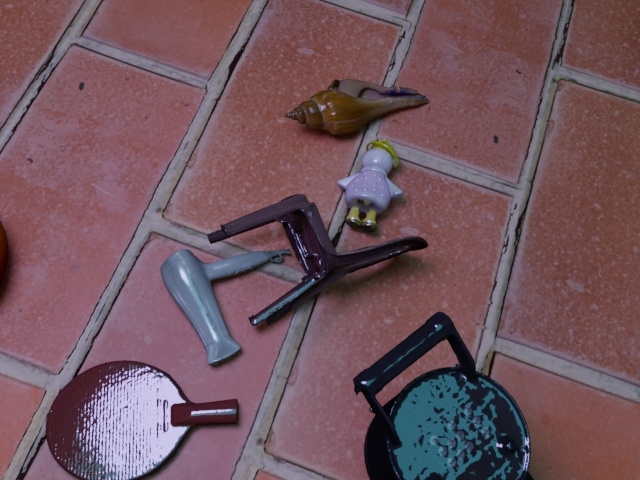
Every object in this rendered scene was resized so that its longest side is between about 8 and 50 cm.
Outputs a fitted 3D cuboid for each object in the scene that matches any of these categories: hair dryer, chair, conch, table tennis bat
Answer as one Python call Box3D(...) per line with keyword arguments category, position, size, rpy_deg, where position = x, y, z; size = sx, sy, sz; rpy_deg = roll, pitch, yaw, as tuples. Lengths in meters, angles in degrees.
Box3D(category="hair dryer", position=(-0.143, 0.083, 1.203), size=(0.237, 0.075, 0.206), rpy_deg=(-27, 78, -24))
Box3D(category="chair", position=(0.000, 0.000, 1.156), size=(0.327, 0.176, 0.183), rpy_deg=(-25, 92, -20))
Box3D(category="conch", position=(0.076, -0.267, 1.364), size=(0.331, 0.093, 0.109), rpy_deg=(-9, 48, -31))
Box3D(category="table tennis bat", position=(-0.292, 0.293, 1.098), size=(0.311, 0.038, 0.200), rpy_deg=(-3, 67, -6))

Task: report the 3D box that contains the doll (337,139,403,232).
Box3D(category="doll", position=(0.100, -0.115, 1.294), size=(0.129, 0.081, 0.207), rpy_deg=(12, 62, 13))

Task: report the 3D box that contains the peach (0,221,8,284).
Box3D(category="peach", position=(-0.634, 0.009, 1.109), size=(0.196, 0.190, 0.226), rpy_deg=(-25, 77, -5))

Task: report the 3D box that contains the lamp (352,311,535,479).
Box3D(category="lamp", position=(0.172, 0.306, 1.013), size=(0.205, 0.272, 0.374), rpy_deg=(-35, 94, -19))
